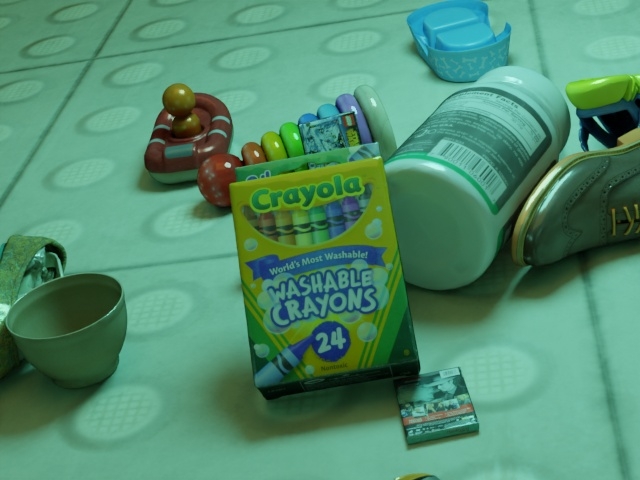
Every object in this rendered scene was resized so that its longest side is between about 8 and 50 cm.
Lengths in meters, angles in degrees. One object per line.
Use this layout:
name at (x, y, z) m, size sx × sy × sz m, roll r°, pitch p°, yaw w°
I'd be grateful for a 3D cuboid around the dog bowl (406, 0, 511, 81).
dog bowl at (0.272, -0.391, 2.441) m, size 0.165 × 0.074 × 0.297 m, roll -15°, pitch 29°, yaw -5°

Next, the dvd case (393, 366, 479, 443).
dvd case at (0.137, 0.196, 1.497) m, size 0.087 × 0.013 × 0.119 m, roll -12°, pitch 30°, yaw 0°

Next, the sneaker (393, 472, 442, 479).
sneaker at (0.065, 0.317, 1.251) m, size 0.083 × 0.084 × 0.215 m, roll 27°, pitch 49°, yaw 31°

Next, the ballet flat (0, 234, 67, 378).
ballet flat at (-0.431, 0.092, 1.806) m, size 0.123 × 0.123 × 0.349 m, roll -10°, pitch 27°, yaw 3°

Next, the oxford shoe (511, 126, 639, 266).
oxford shoe at (0.413, -0.056, 1.733) m, size 0.363 × 0.130 × 0.132 m, roll -31°, pitch 41°, yaw -29°

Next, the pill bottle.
pill bottle at (0.222, -0.102, 1.803) m, size 0.204 × 0.204 × 0.361 m, roll 7°, pitch 33°, yaw 31°

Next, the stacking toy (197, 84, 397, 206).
stacking toy at (-0.046, -0.139, 2.076) m, size 0.330 × 0.141 × 0.141 m, roll -21°, pitch 29°, yaw -2°

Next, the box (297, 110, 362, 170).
box at (0.024, -0.131, 2.000) m, size 0.093 × 0.137 × 0.027 m, roll -14°, pitch 10°, yaw -4°

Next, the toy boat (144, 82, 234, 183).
toy boat at (-0.241, -0.210, 2.229) m, size 0.150 × 0.151 × 0.231 m, roll -8°, pitch 29°, yaw 6°

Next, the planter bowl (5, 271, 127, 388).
planter bowl at (-0.333, 0.131, 1.694) m, size 0.162 × 0.109 × 0.162 m, roll -9°, pitch 29°, yaw 5°

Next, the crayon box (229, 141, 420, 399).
crayon box at (0.000, 0.023, 1.588) m, size 0.203 × 0.083 × 0.323 m, roll -10°, pitch 70°, yaw 3°

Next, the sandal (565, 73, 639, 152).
sandal at (0.476, -0.192, 1.955) m, size 0.126 × 0.138 × 0.317 m, roll -5°, pitch 6°, yaw 38°
